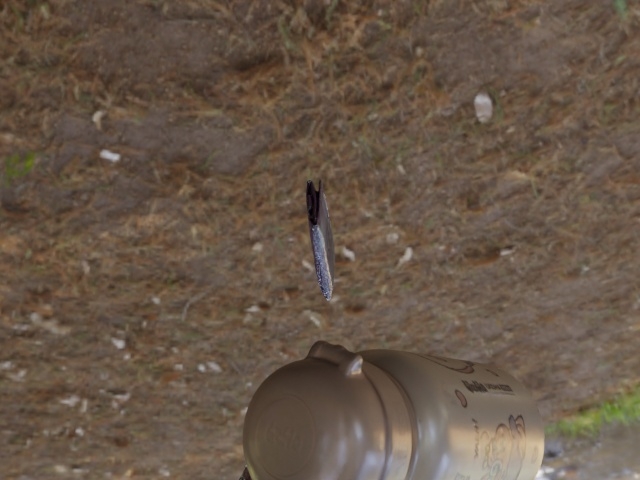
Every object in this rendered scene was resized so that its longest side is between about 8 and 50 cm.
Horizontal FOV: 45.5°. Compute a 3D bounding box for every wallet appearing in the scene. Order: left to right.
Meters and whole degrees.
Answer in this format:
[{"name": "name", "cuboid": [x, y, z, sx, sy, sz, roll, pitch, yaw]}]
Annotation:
[{"name": "wallet", "cuboid": [-0.001, 0.000, 1.198, 0.030, 0.111, 0.166, -4, 132, 7]}]

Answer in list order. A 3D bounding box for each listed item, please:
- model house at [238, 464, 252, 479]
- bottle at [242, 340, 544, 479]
[{"name": "model house", "cuboid": [-0.058, 0.267, 0.810, 0.057, 0.083, 0.058, 26, 97, -4]}, {"name": "bottle", "cuboid": [0.043, 0.118, 0.438, 0.097, 0.110, 0.209, 15, 179, 40]}]
